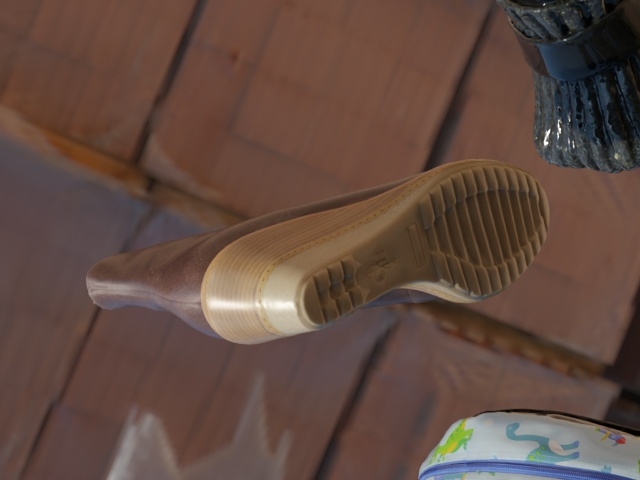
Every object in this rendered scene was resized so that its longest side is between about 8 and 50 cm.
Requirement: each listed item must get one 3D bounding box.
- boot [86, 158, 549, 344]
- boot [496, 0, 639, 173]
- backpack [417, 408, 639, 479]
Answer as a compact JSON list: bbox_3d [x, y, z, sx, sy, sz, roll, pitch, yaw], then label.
[{"bbox_3d":[0.000,0.000,1.143,0.248,0.090,0.207,-18,-165,-39],"label":"boot"},{"bbox_3d":[0.180,-0.163,1.214,0.131,0.260,0.348,-15,-168,9],"label":"boot"},{"bbox_3d":[0.246,0.273,1.548,0.356,0.273,0.290,28,158,10],"label":"backpack"}]
